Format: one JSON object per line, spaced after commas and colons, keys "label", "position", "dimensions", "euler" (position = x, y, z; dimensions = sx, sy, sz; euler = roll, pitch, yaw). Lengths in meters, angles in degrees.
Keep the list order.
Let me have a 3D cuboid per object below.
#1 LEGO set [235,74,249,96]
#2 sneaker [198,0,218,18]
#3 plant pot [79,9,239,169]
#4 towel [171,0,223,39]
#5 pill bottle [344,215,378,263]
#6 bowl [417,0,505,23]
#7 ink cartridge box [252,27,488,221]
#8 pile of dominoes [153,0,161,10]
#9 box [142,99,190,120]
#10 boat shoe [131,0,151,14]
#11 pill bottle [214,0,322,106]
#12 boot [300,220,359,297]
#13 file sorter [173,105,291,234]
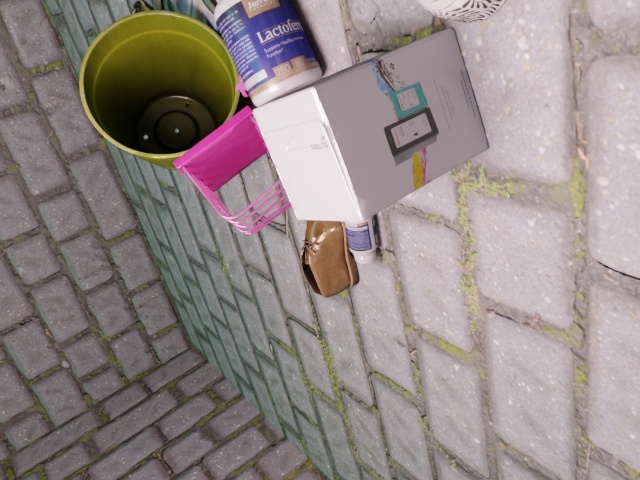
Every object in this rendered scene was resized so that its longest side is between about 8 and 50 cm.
{"label": "LEGO set", "position": [-0.104, -0.289, 1.287], "dimensions": [0.227, 0.087, 0.093], "euler": [57, 138, 6]}
{"label": "sneaker", "position": [-0.228, -0.588, 1.215], "dimensions": [0.118, 0.083, 0.222], "euler": [-7, 109, 61]}
{"label": "plant pot", "position": [-0.400, -0.346, 1.499], "dimensions": [0.366, 0.366, 0.353], "euler": [59, 168, 3]}
{"label": "towel", "position": [-0.325, -0.623, 1.407], "dimensions": [0.285, 0.034, 0.209], "euler": [51, 153, 17]}
{"label": "pill bottle", "position": [0.091, -0.011, 1.249], "dimensions": [0.067, 0.067, 0.120], "euler": [29, 140, 47]}
{"label": "bowl", "position": [0.165, -0.364, 0.750], "dimensions": [0.170, 0.080, 0.170], "euler": [41, 148, 32]}
{"label": "ink cartridge box", "position": [0.077, -0.173, 0.882], "dimensions": [0.198, 0.270, 0.197], "euler": [5, 121, 59]}
{"label": "pile of dominoes", "position": [-0.434, -0.633, 1.565], "dimensions": [0.251, 0.040, 0.196], "euler": [104, 152, -56]}
{"label": "box", "position": [-0.523, -0.476, 1.751], "dimensions": [0.168, 0.167, 0.203], "euler": [6, 122, 59]}
{"label": "boat shoe", "position": [-0.541, -0.682, 1.696], "dimensions": [0.152, 0.049, 0.056], "euler": [45, 150, 45]}
{"label": "pill bottle", "position": [-0.116, -0.412, 1.114], "dimensions": [0.153, 0.153, 0.265], "euler": [-8, 110, 62]}
{"label": "boot", "position": [0.000, 0.000, 1.371], "dimensions": [0.112, 0.115, 0.305], "euler": [16, 129, 57]}
{"label": "file sorter", "position": [-0.171, -0.141, 1.328], "dimensions": [0.182, 0.202, 0.291], "euler": [52, 178, 7]}
